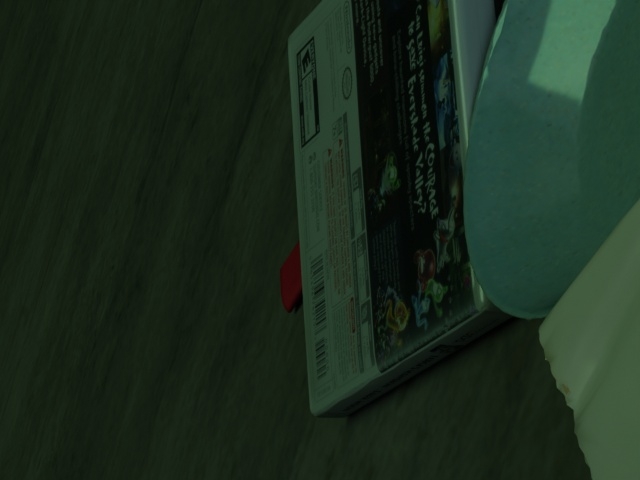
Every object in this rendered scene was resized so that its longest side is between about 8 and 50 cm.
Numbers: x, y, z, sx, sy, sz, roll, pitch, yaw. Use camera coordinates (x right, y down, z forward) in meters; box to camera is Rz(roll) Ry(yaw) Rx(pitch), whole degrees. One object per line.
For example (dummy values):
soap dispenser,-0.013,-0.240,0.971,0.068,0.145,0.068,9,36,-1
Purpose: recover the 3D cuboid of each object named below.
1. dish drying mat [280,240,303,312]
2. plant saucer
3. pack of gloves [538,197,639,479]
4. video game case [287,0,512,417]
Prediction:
dish drying mat,0.000,0.000,0.969,0.032,0.008,0.083,-92,26,-43
plant saucer,0.109,-0.062,0.653,0.195,0.037,0.195,-164,90,-72
pack of gloves,0.154,0.025,0.461,0.232,0.046,0.195,-58,38,39
video game case,0.031,-0.036,0.825,0.173,0.022,0.190,140,130,-60
